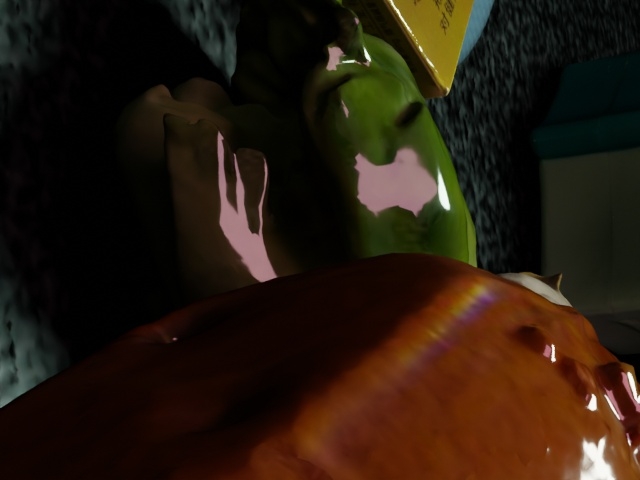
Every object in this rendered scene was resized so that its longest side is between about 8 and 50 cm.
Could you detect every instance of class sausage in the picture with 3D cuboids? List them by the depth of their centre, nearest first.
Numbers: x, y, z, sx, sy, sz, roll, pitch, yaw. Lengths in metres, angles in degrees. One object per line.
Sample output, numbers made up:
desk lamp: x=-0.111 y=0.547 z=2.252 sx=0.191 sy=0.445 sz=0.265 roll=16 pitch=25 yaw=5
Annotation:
sausage: x=-0.022 y=0.103 z=0.389 sx=0.268 sy=0.153 sz=0.141 roll=-37 pitch=116 yaw=-46

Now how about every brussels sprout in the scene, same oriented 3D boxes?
brussels sprout: x=0.003 y=0.000 z=0.553 sx=0.139 sy=0.100 sz=0.181 roll=-63 pitch=134 yaw=-69

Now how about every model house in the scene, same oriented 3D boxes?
model house: x=0.171 y=-0.025 z=0.876 sx=0.127 sy=0.100 sz=0.149 roll=24 pitch=60 yaw=-60

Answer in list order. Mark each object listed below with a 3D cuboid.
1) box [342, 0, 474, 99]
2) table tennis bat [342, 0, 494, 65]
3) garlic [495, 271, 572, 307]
box: x=0.014 y=-0.131 z=0.617 sx=0.156 sy=0.022 sz=0.089 roll=50 pitch=43 yaw=-43
table tennis bat: x=0.041 y=-0.194 z=0.732 sx=0.329 sy=0.044 sz=0.215 roll=-54 pitch=129 yaw=-51
garlic: x=0.086 y=0.076 z=0.715 sx=0.084 sy=0.066 sz=0.152 roll=48 pitch=40 yaw=-51
